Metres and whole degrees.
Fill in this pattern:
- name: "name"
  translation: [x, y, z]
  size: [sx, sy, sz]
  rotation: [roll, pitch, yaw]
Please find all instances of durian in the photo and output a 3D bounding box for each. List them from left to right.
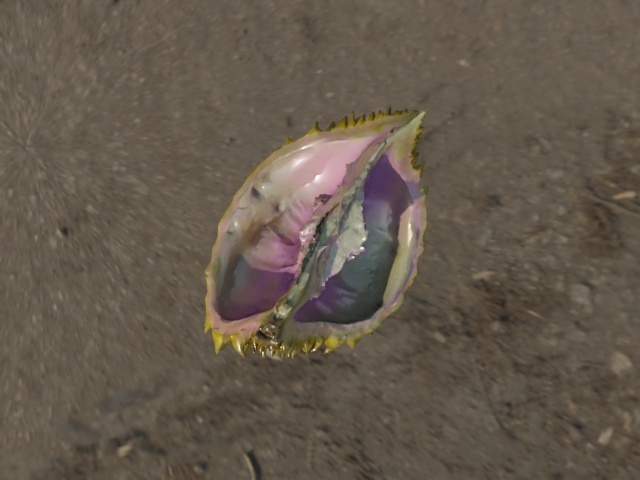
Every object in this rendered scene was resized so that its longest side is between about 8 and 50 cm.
- name: "durian"
  translation: [-0.001, -0.002, 0.916]
  size: [0.165, 0.132, 0.182]
  rotation: [2, 80, -2]
